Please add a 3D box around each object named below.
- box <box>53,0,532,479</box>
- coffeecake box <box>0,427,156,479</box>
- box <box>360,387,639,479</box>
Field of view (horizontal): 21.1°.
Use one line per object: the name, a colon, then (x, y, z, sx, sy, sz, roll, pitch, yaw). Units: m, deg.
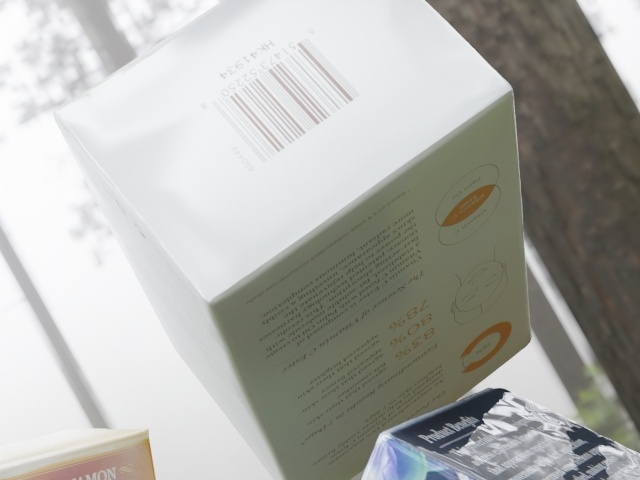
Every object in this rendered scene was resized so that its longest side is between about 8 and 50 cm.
box: (0.000, 0.000, 1.113, 0.215, 0.168, 0.345, -36, -28, -11)
coffeecake box: (-0.129, 0.182, 0.709, 0.068, 0.185, 0.142, -8, 1, 44)
box: (0.185, 0.305, 0.987, 0.212, 0.395, 0.293, -5, -62, -66)
